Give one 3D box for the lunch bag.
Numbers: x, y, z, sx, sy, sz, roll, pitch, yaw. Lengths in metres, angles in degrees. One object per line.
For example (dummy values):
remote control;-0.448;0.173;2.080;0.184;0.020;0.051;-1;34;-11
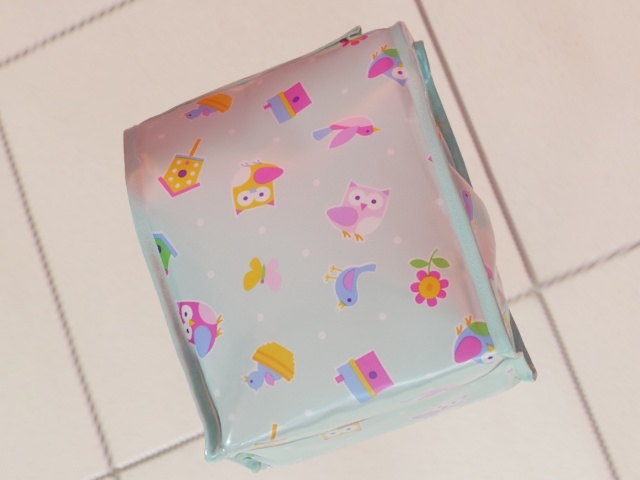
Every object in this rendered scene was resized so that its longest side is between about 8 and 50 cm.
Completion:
lunch bag;0.000;0.000;1.126;0.223;0.160;0.262;-21;72;9
